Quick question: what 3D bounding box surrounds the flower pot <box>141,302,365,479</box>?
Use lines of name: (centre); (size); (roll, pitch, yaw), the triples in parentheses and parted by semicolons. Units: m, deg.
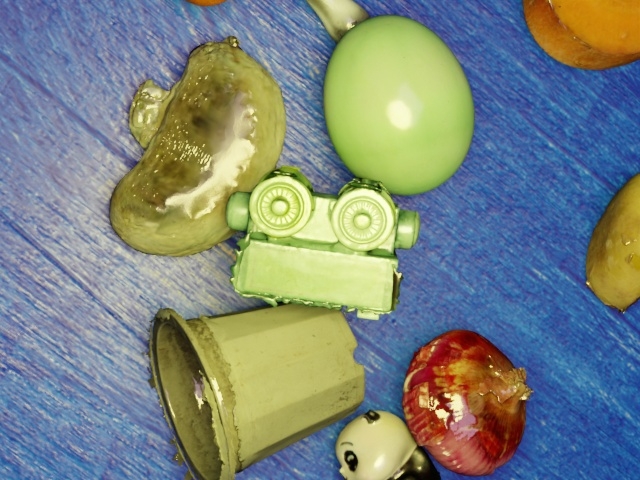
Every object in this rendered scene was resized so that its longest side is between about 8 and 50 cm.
flower pot: (-0.091, 0.203, 1.558); (0.259, 0.290, 0.290); (-17, 94, -26)

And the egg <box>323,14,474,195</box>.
egg: (0.114, -0.199, 1.595); (0.220, 0.220, 0.270); (-20, 90, -10)

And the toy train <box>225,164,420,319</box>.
toy train: (0.000, 0.000, 1.503); (0.271, 0.159, 0.188); (7, 98, 0)

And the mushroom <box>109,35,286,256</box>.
mushroom: (-0.180, -0.132, 1.584); (0.247, 0.130, 0.344); (39, 83, -14)

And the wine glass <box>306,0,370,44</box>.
wine glass: (0.001, -0.374, 1.648); (0.072, 0.072, 0.155); (-45, 98, -7)

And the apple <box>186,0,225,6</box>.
apple: (-0.168, -0.430, 1.575); (0.163, 0.139, 0.163); (-1, 92, -14)

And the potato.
potato: (0.505, -0.010, 1.721); (0.098, 0.138, 0.243); (22, 84, -6)

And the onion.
onion: (0.240, 0.241, 1.629); (0.230, 0.163, 0.230); (14, 68, -38)

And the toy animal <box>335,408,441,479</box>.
toy animal: (0.097, 0.351, 1.646); (0.138, 0.166, 0.179); (-40, 86, -23)

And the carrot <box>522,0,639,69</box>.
carrot: (0.477, -0.412, 1.728); (0.307, 0.100, 0.258); (-19, 98, -12)
